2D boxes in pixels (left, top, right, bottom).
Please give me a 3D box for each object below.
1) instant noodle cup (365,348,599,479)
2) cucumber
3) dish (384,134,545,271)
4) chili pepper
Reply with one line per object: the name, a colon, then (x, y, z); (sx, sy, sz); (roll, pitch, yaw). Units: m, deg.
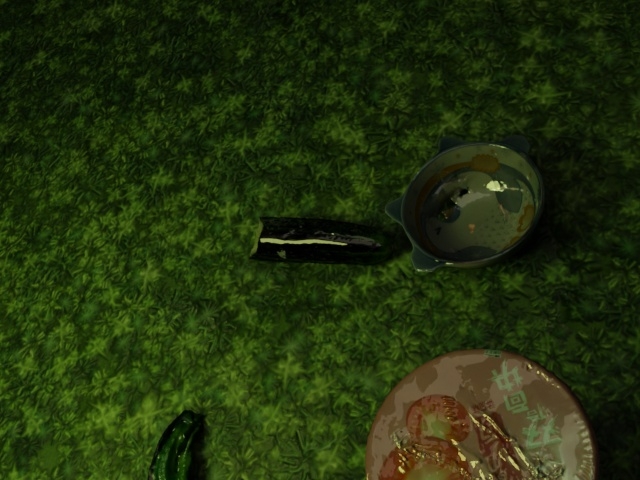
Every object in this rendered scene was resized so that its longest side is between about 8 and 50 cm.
instant noodle cup: (0.196, 0.275, 0.932); (0.243, 0.231, 0.243); (-10, 58, 16)
cucumber: (0.000, 0.001, 1.271); (0.241, 0.074, 0.074); (2, 62, 22)
dish: (0.221, -0.045, 1.198); (0.236, 0.086, 0.228); (-31, 54, 3)
chili pepper: (-0.160, 0.360, 1.128); (0.122, 0.065, 0.279); (-44, 51, -2)
